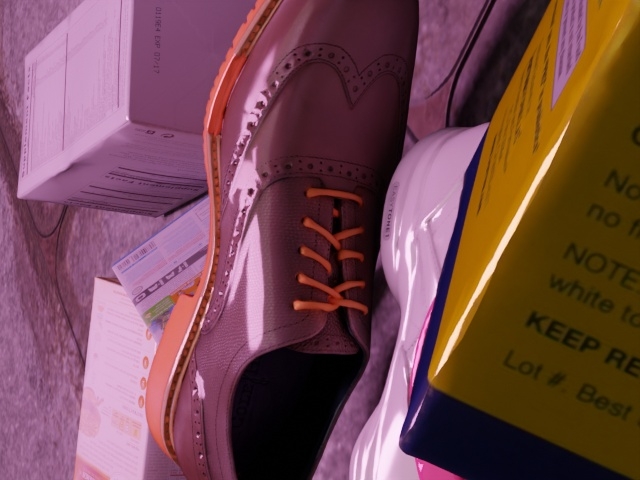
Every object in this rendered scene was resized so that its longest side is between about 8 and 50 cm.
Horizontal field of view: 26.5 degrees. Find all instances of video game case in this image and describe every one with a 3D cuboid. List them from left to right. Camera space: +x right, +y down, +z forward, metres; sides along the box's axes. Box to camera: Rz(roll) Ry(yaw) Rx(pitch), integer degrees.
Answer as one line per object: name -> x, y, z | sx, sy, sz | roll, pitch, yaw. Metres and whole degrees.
video game case -> -0.084, 0.030, 1.038 | 0.119, 0.015, 0.166 | -36, 39, -4

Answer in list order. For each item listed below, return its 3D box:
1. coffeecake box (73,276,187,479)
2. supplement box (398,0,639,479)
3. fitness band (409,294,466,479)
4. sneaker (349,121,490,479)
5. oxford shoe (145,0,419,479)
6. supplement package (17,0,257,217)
coffeecake box -> -0.144, 0.132, 1.142 | 0.142, 0.068, 0.185 | 11, 95, 58
supplement box -> 0.187, -0.087, 0.357 | 0.195, 0.194, 0.356 | -67, 1, -60
fitness band -> 0.153, 0.107, 0.580 | 0.209, 0.054, 0.290 | -42, 61, 24
sneaker -> 0.094, 0.078, 0.705 | 0.152, 0.114, 0.305 | -15, 73, 58
oxford shoe -> 0.000, 0.000, 0.799 | 0.133, 0.130, 0.363 | 43, 124, 55
supplement package -> -0.142, -0.116, 1.110 | 0.244, 0.134, 0.139 | -21, 65, 57
